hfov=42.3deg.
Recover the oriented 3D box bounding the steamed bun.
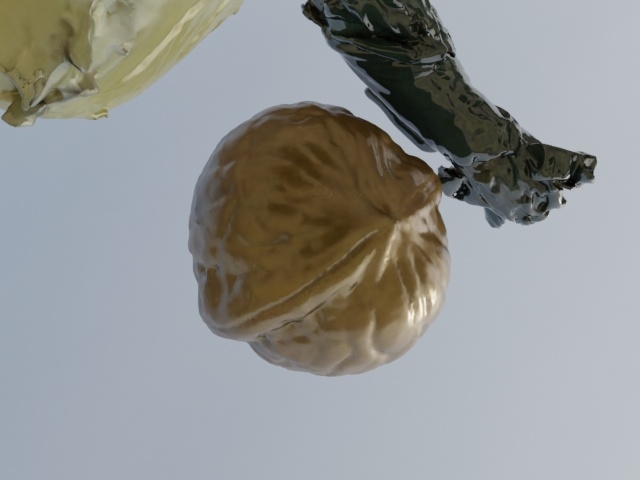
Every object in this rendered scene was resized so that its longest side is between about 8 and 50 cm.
[{"bbox_3d":[-0.098,-0.187,0.400,0.166,0.232,0.273,41,-148,-9],"label":"steamed bun"}]

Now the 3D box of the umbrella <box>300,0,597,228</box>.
[{"bbox_3d":[0.087,-0.140,0.700,0.349,0.143,0.094,39,-119,-18],"label":"umbrella"}]

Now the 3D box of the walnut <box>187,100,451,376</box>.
[{"bbox_3d":[0.000,0.000,0.653,0.227,0.228,0.228,-2,-117,5],"label":"walnut"}]
